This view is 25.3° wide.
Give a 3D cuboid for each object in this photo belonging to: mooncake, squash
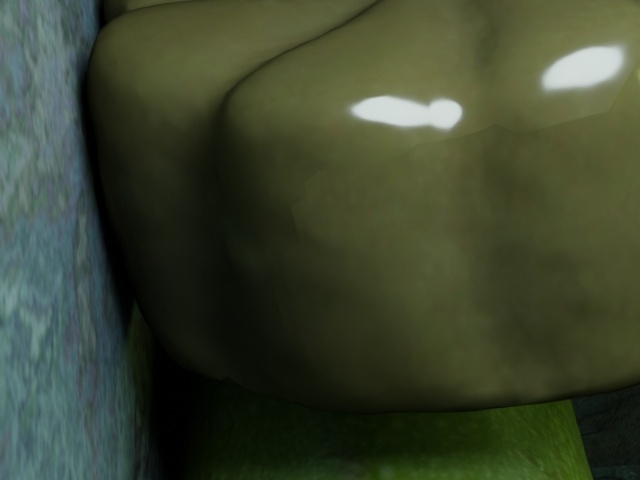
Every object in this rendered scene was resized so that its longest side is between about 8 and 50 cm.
[{"bbox_3d":[0.060,-0.082,0.753,0.378,0.378,0.201,-92,171,-61],"label":"mooncake"},{"bbox_3d":[0.040,0.157,0.880,0.384,0.263,0.263,-94,178,-50],"label":"squash"}]
